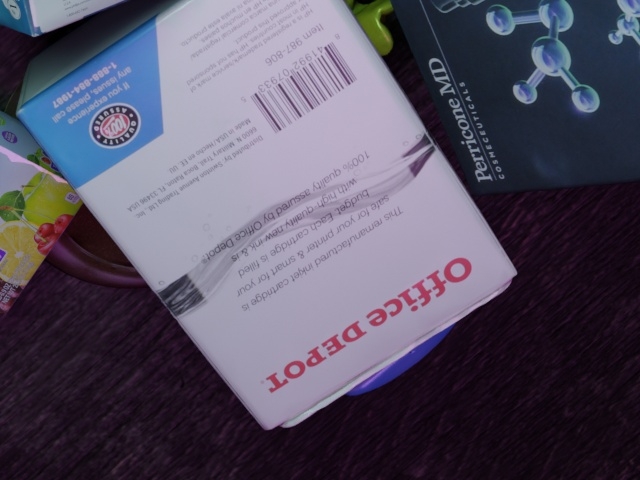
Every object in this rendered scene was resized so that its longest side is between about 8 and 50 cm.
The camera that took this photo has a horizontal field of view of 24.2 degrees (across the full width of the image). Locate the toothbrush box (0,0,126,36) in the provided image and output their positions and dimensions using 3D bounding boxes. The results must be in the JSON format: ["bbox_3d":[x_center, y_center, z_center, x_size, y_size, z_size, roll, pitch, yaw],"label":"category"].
[{"bbox_3d":[-0.239,-0.285,1.235,0.216,0.295,0.126,-28,124,-32],"label":"toothbrush box"}]

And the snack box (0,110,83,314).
[{"bbox_3d":[-0.352,-0.047,1.443,0.207,0.070,0.174,29,117,-19],"label":"snack box"}]

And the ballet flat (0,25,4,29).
[{"bbox_3d":[-0.363,-0.200,1.408,0.173,0.049,0.057,-29,120,-4],"label":"ballet flat"}]

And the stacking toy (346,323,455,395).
[{"bbox_3d":[0.000,0.000,1.568,0.175,0.166,0.302,-39,122,-2],"label":"stacking toy"}]

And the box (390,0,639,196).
[{"bbox_3d":[0.280,-0.225,1.276,0.212,0.395,0.293,-43,116,-38],"label":"box"}]

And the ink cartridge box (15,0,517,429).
[{"bbox_3d":[-0.045,-0.064,1.379,0.285,0.166,0.395,-32,113,6],"label":"ink cartridge box"}]

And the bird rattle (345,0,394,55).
[{"bbox_3d":[-0.034,-0.282,1.471,0.254,0.143,0.207,23,95,-14],"label":"bird rattle"}]

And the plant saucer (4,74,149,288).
[{"bbox_3d":[-0.175,-0.079,1.538,0.311,0.050,0.310,-9,118,-17],"label":"plant saucer"}]
